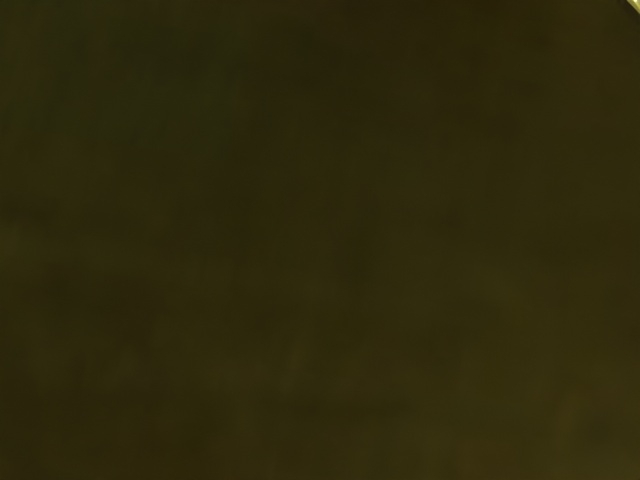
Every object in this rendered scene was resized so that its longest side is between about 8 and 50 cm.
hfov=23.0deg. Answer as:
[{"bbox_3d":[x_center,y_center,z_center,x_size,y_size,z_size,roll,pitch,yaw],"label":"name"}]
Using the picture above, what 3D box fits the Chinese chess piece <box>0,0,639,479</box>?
[{"bbox_3d":[-0.043,0.065,0.402,0.349,0.146,0.349,0,-102,0],"label":"Chinese chess piece"}]
